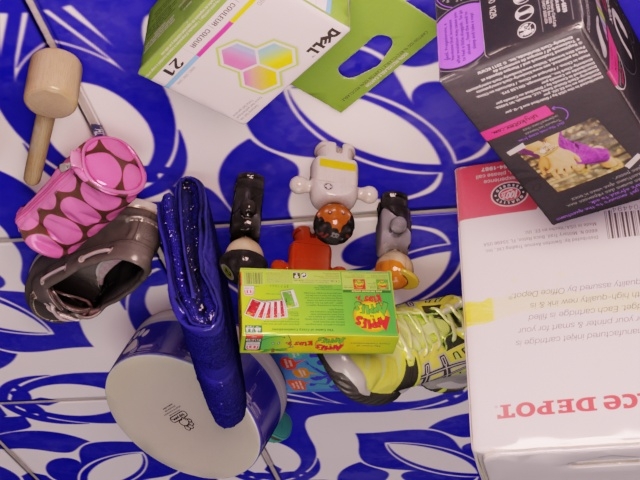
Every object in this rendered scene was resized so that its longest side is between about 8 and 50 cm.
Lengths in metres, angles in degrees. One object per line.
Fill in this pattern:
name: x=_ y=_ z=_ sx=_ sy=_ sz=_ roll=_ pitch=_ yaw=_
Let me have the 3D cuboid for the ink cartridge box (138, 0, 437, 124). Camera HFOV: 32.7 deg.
ink cartridge box: x=-0.024 y=-0.197 z=1.111 sx=0.255 sy=0.097 sz=0.189 roll=25 pitch=140 yaw=-29

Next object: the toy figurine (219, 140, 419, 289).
toy figurine: x=0.000 y=0.000 z=1.356 sx=0.209 sy=0.148 sz=0.213 roll=-19 pitch=140 yaw=28

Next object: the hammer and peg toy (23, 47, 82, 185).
hammer and peg toy: x=-0.450 y=-0.114 z=1.211 sx=0.361 sy=0.127 sz=0.266 roll=3 pitch=144 yaw=-7

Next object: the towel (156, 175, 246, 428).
towel: x=-0.157 y=0.092 z=1.430 sx=0.076 sy=0.228 sz=0.308 roll=-9 pitch=147 yaw=-2

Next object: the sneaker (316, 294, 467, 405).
sneaker: x=0.134 y=0.129 z=1.505 sx=0.147 sy=0.145 sz=0.384 roll=-43 pitch=156 yaw=28

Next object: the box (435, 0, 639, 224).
box: x=0.237 y=-0.163 z=1.084 sx=0.143 sy=0.165 sz=0.270 roll=-18 pitch=142 yaw=27

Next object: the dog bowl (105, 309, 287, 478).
dog bowl: x=-0.191 y=0.238 z=1.672 sx=0.265 sy=0.104 sz=0.265 roll=13 pitch=131 yaw=16

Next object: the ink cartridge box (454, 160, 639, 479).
ink cartridge box: x=0.310 y=0.092 z=1.263 sx=0.279 sy=0.385 sz=0.160 roll=-6 pitch=145 yaw=13

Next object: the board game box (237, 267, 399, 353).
board game box: x=-0.004 y=0.083 z=1.277 sx=0.181 sy=0.092 sz=0.043 roll=1 pitch=145 yaw=-9

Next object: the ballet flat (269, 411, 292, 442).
ballet flat: x=-0.146 y=0.277 z=1.843 sx=0.087 sy=0.083 sz=0.247 roll=-4 pitch=146 yaw=35

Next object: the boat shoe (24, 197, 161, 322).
boat shoe: x=-0.324 y=0.054 z=1.501 sx=0.112 sy=0.095 sz=0.335 roll=24 pitch=141 yaw=-29

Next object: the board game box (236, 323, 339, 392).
board game box: x=-0.032 y=0.186 z=1.724 sx=0.210 sy=0.047 sz=0.160 roll=-2 pitch=146 yaw=9

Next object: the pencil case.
pencil case: x=-0.304 y=-0.052 z=1.348 sx=0.098 sy=0.095 sz=0.209 roll=-2 pitch=156 yaw=-40
